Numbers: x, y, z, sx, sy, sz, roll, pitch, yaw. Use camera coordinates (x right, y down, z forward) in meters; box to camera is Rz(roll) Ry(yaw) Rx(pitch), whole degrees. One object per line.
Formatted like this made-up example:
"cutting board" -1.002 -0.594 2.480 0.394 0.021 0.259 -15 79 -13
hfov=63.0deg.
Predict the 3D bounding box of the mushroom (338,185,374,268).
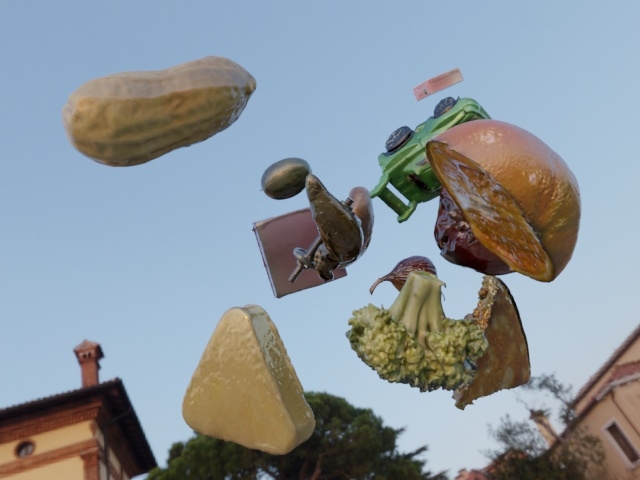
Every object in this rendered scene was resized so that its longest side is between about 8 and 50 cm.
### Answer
"mushroom" 0.100 -0.037 1.711 0.145 0.278 0.278 15 -44 7

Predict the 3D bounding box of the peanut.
"peanut" -0.232 -0.205 0.798 0.305 0.147 0.147 -24 -37 -24

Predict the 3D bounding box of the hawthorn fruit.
"hawthorn fruit" 0.445 -0.061 1.318 0.308 0.308 0.324 -47 -11 24

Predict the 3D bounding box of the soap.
"soap" -0.077 0.036 1.917 0.285 0.296 0.107 -15 -3 -16

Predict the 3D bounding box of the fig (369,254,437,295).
"fig" 0.238 0.111 1.547 0.201 0.146 0.134 1 -87 -6

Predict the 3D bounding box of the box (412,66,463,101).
"box" 0.351 -0.468 1.567 0.125 0.089 0.043 -26 -83 -17

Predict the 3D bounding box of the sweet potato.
"sweet potato" 0.035 -0.009 1.141 0.124 0.098 0.310 15 -35 18

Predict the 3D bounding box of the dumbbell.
"dumbbell" 0.000 0.000 1.273 0.110 0.110 0.255 25 -73 -43

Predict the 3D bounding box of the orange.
"orange" 0.327 -0.063 0.928 0.274 0.274 0.310 -13 -75 -15

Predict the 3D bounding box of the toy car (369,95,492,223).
"toy car" 0.315 -0.223 1.453 0.358 0.176 0.213 -31 -58 32

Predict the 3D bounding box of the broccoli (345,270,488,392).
"broccoli" 0.240 0.216 1.339 0.347 0.293 0.281 13 -74 -4

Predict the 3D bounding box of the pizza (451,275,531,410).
"pizza" 0.523 0.365 1.692 0.406 0.130 0.440 -38 -65 -29

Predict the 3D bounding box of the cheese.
"cheese" -0.195 0.342 1.355 0.384 0.384 0.104 -46 -22 23

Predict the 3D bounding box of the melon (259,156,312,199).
"melon" -0.104 -0.178 1.521 0.167 0.114 0.114 -23 -39 9
